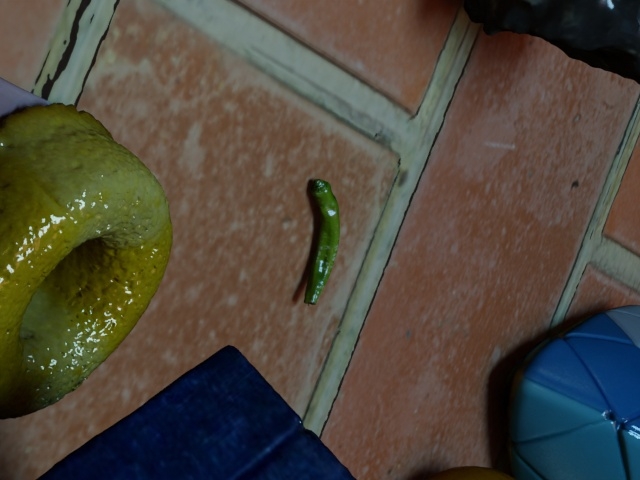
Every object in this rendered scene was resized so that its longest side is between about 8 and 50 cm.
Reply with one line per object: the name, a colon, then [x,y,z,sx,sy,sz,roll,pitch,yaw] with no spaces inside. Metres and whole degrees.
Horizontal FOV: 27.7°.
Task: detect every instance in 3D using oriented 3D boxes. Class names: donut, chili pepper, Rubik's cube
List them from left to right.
donut: [-0.129,0.014,0.601,0.152,0.058,0.152,-42,149,-33]
chili pepper: [-0.001,0.000,0.825,0.030,0.017,0.083,-22,122,-46]
Rubik's cube: [0.278,0.211,1.148,0.254,0.254,0.254,-30,130,-43]

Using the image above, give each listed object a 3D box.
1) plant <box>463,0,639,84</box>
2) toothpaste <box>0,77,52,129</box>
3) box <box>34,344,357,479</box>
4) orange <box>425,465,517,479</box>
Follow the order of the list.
plant: [0.203,-0.216,0.829,0.204,0.178,0.234,-125,-121,-78]
toothpaste: [-0.174,-0.063,0.532,0.067,0.043,0.194,-63,153,-7]
box: [-0.137,0.205,0.542,0.261,0.116,0.279,-33,164,-40]
orange: [0.112,0.255,1.026,0.156,0.124,0.156,-1,91,-59]
